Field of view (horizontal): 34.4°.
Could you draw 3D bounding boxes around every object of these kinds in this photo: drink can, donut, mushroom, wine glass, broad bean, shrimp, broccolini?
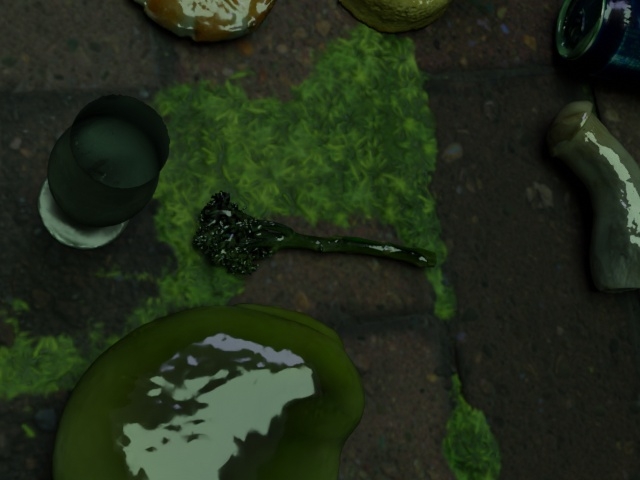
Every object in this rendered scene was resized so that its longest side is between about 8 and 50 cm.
[{"bbox_3d":[0.379,-0.230,1.182,0.204,0.118,0.118,12,74,-19],"label":"drink can"},{"bbox_3d":[0.096,-0.317,1.119,0.146,0.078,0.181,8,77,-18],"label":"donut"},{"bbox_3d":[0.318,-0.049,1.136,0.081,0.092,0.223,-15,85,-67],"label":"mushroom"},{"bbox_3d":[-0.186,-0.055,0.880,0.093,0.202,0.093,4,77,-19],"label":"wine glass"},{"bbox_3d":[-0.089,0.174,0.909,0.291,0.119,0.238,-25,87,-23],"label":"broad bean"},{"bbox_3d":[-0.156,-0.340,1.038,0.164,0.062,0.317,-27,88,-19],"label":"shrimp"},{"bbox_3d":[0.001,0.004,1.020,0.254,0.057,0.071,6,118,-16],"label":"broccolini"}]
